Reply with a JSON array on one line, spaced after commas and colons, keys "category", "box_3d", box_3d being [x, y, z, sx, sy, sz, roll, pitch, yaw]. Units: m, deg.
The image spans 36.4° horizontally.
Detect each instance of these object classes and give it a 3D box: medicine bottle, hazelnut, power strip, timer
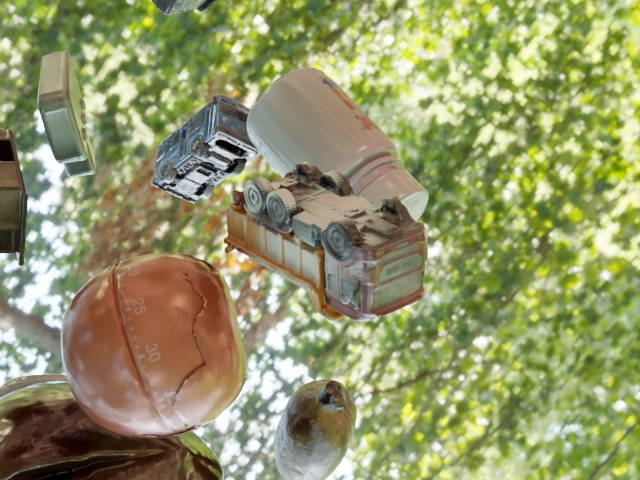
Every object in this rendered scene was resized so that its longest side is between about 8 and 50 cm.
[{"category": "medicine bottle", "box_3d": [0.028, -0.126, 1.540, 0.293, 0.170, 0.170, 47, -159, 23]}, {"category": "hazelnut", "box_3d": [-0.369, 0.383, 1.470, 0.429, 0.402, 0.402, 20, -156, -45]}, {"category": "power strip", "box_3d": [-0.438, -0.206, 1.700, 0.059, 0.193, 0.265, -13, -150, -7]}, {"category": "timer", "box_3d": [-0.203, 0.131, 1.226, 0.229, 0.215, 0.229, -15, -90, -86]}]

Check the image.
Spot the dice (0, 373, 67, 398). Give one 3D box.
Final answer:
[{"category": "dice", "box_3d": [-0.501, 0.364, 1.806, 0.192, 0.193, 0.194, 68, -159, -59]}]

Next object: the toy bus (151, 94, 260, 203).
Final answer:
[{"category": "toy bus", "box_3d": [-0.223, -0.183, 1.923, 0.116, 0.234, 0.133, 26, -130, -33]}]

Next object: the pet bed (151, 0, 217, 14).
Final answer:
[{"category": "pet bed", "box_3d": [-0.285, -0.595, 2.005, 0.159, 0.183, 0.211, -27, -106, -43]}]

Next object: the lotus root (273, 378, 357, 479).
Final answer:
[{"category": "lotus root", "box_3d": [-0.006, 0.318, 1.639, 0.128, 0.260, 0.145, 12, -133, -6]}]

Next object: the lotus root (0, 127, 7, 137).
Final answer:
[{"category": "lotus root", "box_3d": [-0.708, -0.215, 2.130, 0.099, 0.054, 0.049, -97, -11, -52]}]

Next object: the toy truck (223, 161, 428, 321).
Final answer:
[{"category": "toy truck", "box_3d": [0.000, 0.000, 1.119, 0.114, 0.135, 0.270, -21, -148, -34]}]

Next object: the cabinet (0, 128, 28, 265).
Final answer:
[{"category": "cabinet", "box_3d": [-0.576, -0.075, 1.569, 0.175, 0.148, 0.215, -2, -144, -25]}]
